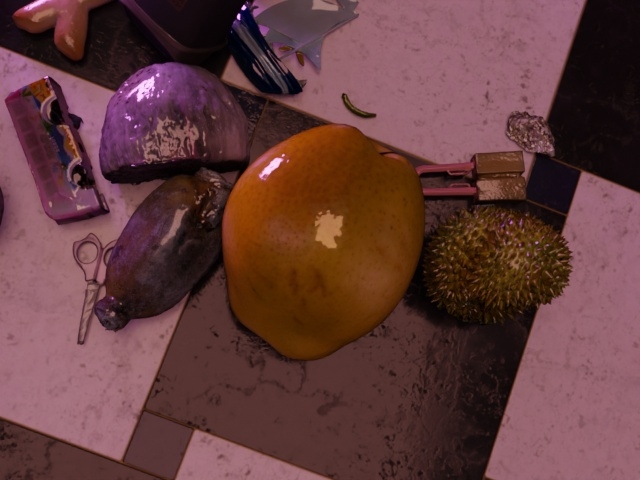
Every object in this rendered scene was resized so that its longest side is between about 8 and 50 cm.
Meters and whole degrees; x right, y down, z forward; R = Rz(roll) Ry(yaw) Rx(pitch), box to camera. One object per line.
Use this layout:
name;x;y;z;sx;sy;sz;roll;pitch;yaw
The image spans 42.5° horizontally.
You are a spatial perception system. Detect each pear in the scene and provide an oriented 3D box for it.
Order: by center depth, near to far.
pear;0.000;0.000;1.459;0.363;0.362;0.418;26;108;-2

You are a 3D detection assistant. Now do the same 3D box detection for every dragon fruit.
dragon fruit;-0.277;-0.228;1.537;0.283;0.204;0.221;-5;81;-8

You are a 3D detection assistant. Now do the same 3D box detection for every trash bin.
trash bin;-0.244;-0.483;1.559;0.209;0.182;0.290;47;121;9

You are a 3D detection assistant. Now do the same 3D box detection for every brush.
brush;0.295;-0.123;1.663;0.234;0.047;0.103;-3;81;-5

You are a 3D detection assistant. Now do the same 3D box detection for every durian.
durian;0.327;0.037;1.541;0.291;0.291;0.224;2;69;-6

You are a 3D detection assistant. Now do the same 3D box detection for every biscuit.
biscuit;-0.490;-0.476;1.632;0.164;0.047;0.207;32;79;-2

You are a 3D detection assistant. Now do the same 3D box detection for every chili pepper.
chili pepper;0.075;-0.271;1.676;0.083;0.017;0.030;39;77;1

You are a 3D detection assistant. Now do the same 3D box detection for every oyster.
oyster;0.435;-0.222;1.697;0.100;0.037;0.098;3;80;-6

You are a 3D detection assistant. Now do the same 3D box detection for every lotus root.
lotus root;-0.288;0.019;1.518;0.175;0.175;0.349;39;88;1

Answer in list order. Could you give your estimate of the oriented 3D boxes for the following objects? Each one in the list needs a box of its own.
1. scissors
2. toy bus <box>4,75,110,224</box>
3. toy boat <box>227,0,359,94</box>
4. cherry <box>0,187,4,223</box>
scissors;-0.431;0.093;1.559;0.110;0.021;0.212;12;80;-8
toy bus;-0.495;-0.164;1.560;0.112;0.090;0.273;-22;84;-3
toy boat;-0.039;-0.429;1.669;0.291;0.067;0.220;-35;86;-13
cherry;-0.664;-0.068;1.477;0.195;0.195;0.195;1;81;-6
